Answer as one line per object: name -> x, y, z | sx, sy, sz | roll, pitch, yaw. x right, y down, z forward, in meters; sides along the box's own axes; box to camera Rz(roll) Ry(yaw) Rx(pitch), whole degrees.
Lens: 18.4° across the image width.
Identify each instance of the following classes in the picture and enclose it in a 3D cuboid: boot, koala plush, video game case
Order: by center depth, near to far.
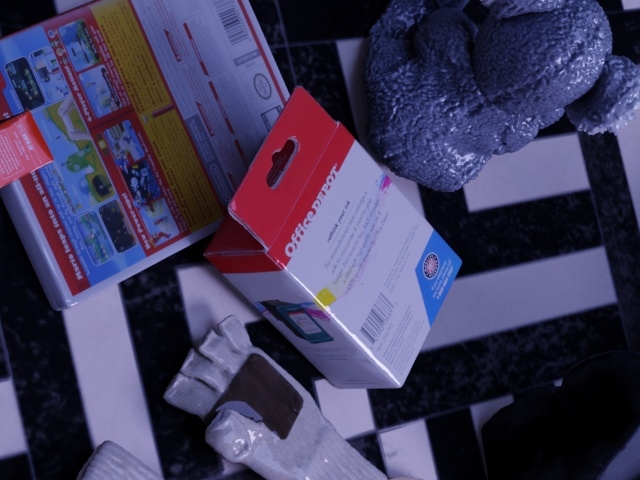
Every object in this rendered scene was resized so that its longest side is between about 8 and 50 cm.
video game case -> -0.138, -0.092, 1.539 | 0.285, 0.025, 0.204 | -29, 99, -41
koala plush -> 0.161, -0.148, 1.672 | 0.196, 0.221, 0.203 | 52, 53, -19
boot -> 0.413, 0.171, 1.728 | 0.445, 0.367, 0.146 | 24, 34, -32

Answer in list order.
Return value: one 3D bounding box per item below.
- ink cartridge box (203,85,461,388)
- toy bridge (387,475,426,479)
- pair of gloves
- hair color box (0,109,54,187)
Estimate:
ink cartridge box -> 0.000, 0.000, 1.572 | 0.231, 0.078, 0.134 | 47, 57, -32
toy bridge -> 0.077, 0.230, 1.639 | 0.188, 0.026, 0.063 | 18, 67, -36
pair of gloves -> -0.061, 0.189, 1.490 | 0.204, 0.042, 0.240 | 45, 45, -5
hair color box -> -0.264, -0.040, 1.373 | 0.141, 0.072, 0.043 | -31, 101, -30
